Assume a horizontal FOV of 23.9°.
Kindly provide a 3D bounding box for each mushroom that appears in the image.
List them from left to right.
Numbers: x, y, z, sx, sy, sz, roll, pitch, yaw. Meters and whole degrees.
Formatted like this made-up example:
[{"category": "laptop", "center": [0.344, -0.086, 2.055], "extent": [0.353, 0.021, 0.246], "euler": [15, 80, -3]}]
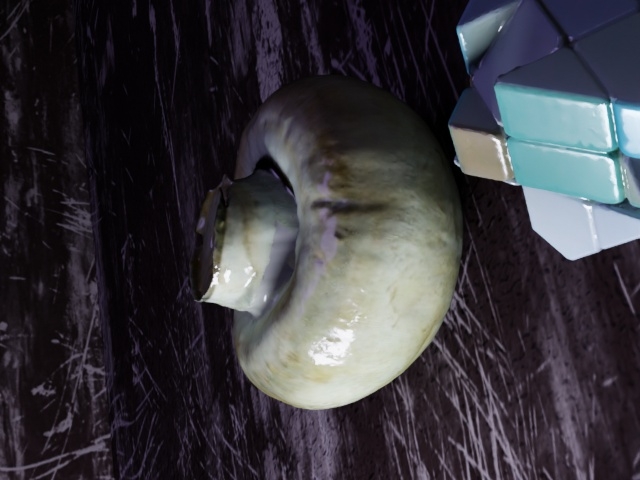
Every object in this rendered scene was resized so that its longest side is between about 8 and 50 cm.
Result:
[{"category": "mushroom", "center": [0.000, 0.000, 1.585], "extent": [0.352, 0.260, 0.352], "euler": [-174, 90, -72]}]

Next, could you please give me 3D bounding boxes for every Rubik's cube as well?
[{"category": "Rubik's cube", "center": [0.228, -0.113, 1.138], "extent": [0.224, 0.265, 0.213], "euler": [-61, -30, -28]}]
